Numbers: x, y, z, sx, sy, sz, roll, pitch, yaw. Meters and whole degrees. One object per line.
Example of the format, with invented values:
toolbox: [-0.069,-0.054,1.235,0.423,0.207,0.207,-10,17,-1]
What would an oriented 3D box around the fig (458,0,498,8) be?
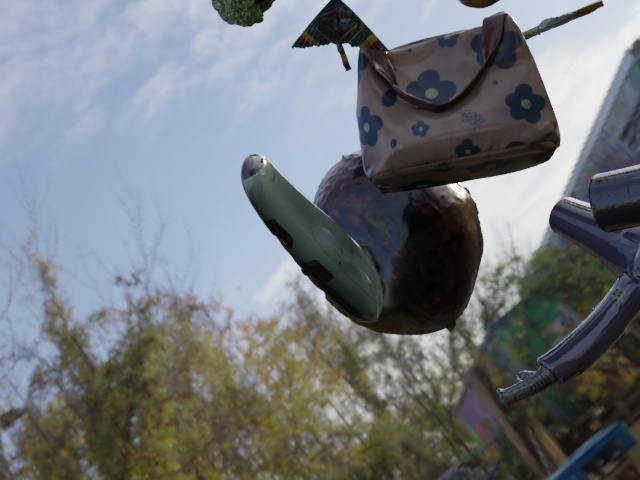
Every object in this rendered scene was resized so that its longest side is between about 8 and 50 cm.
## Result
fig: [0.273,-0.529,1.789,0.143,0.160,0.230,-12,-23,36]

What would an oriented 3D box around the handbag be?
handbag: [0.172,-0.176,1.283,0.251,0.193,0.190,-11,-5,8]

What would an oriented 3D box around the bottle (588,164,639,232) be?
bottle: [0.422,-0.067,1.083,0.244,0.082,0.072,-11,10,41]

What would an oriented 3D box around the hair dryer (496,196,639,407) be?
hair dryer: [0.368,0.092,1.383,0.361,0.301,0.121,-44,-54,-11]

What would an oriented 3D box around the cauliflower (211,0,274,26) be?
cauliflower: [-0.063,-0.488,1.593,0.272,0.250,0.275,-32,-43,-56]

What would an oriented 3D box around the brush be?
brush: [0.336,-0.354,1.725,0.336,0.020,0.085,-23,4,-3]

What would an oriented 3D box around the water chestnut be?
water chestnut: [0.152,-0.001,1.692,0.302,0.350,0.350,-26,-21,-32]

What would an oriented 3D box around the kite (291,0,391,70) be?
kite: [0.020,-0.234,1.101,0.004,0.122,0.090,-54,-40,-52]

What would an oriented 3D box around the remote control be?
remote control: [-0.002,0.000,1.086,0.045,0.256,0.097,-28,35,27]
